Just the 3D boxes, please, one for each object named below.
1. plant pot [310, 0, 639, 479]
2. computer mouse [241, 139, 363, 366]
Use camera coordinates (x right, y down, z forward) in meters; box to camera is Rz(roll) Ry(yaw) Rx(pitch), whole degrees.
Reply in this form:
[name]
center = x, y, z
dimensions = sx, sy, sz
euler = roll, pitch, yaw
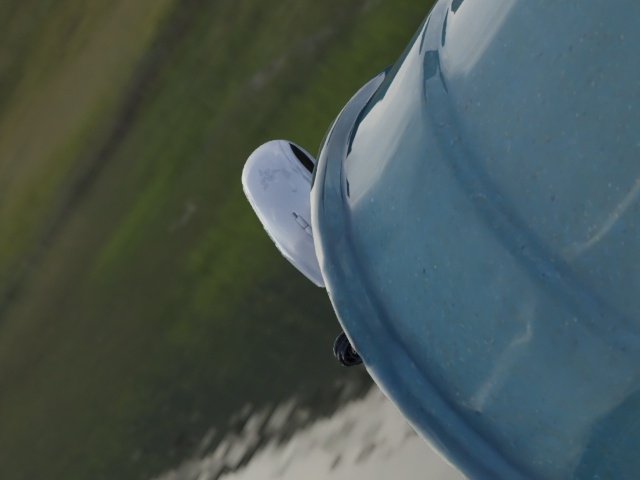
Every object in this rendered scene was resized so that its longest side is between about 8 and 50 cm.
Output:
[plant pot]
center = 0.212, -0.087, 0.717
dimensions = 0.341, 0.341, 0.334
euler = -68, 4, -51
[computer mouse]
center = 0.000, 0.000, 1.510
dimensions = 0.106, 0.193, 0.042
euler = -44, -12, 15
